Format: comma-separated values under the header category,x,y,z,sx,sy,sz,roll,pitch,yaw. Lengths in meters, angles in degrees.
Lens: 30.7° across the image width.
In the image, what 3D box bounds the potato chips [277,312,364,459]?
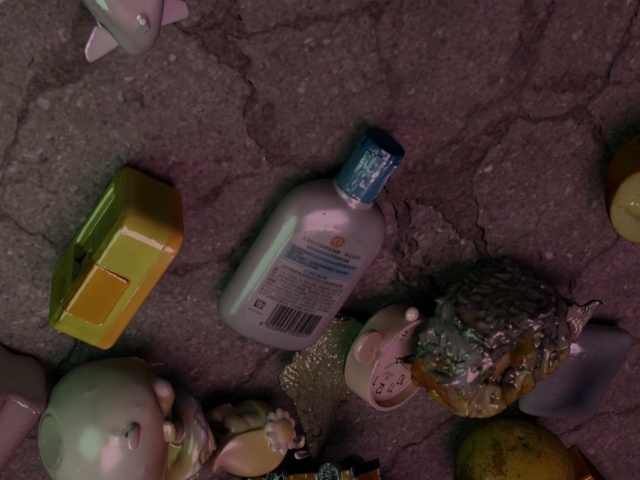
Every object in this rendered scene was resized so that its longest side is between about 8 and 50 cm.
category,x,y,z,sx,sy,sz,roll,pitch,yaw
potato chips,0.011,0.211,1.724,0.167,0.059,0.228,18,104,-40

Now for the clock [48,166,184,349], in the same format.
category,x,y,z,sx,sy,sz,roll,pitch,yaw
clock,-0.256,0.023,1.465,0.096,0.143,0.202,26,116,-27

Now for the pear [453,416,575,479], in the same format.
category,x,y,z,sx,sy,sz,roll,pitch,yaw
pear,0.309,0.370,1.855,0.197,0.197,0.197,-7,127,-10

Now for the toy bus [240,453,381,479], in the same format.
category,x,y,z,sx,sy,sz,roll,pitch,yaw
toy bus,-0.011,0.389,1.770,0.200,0.114,0.098,-10,175,27

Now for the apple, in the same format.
category,x,y,z,sx,sy,sz,roll,pitch,yaw
apple,0.485,-0.073,1.579,0.195,0.160,0.173,0,119,37

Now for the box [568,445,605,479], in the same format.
category,x,y,z,sx,sy,sz,roll,pitch,yaw
box,0.377,0.492,2.027,0.274,0.076,0.174,-35,125,11

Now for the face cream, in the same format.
category,x,y,z,sx,sy,sz,roll,pitch,yaw
face cream,0.000,0.000,1.556,0.163,0.080,0.337,19,118,-26

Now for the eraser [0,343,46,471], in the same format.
category,x,y,z,sx,sy,sz,roll,pitch,yaw
eraser,-0.577,0.277,1.582,0.272,0.122,0.359,25,115,-29

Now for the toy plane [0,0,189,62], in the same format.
category,x,y,z,sx,sy,sz,roll,pitch,yaw
toy plane,-0.230,-0.315,1.236,0.266,0.122,0.267,-18,127,-26

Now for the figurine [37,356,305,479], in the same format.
category,x,y,z,sx,sy,sz,roll,pitch,yaw
figurine,-0.203,0.302,1.653,0.394,0.226,0.275,4,89,-37

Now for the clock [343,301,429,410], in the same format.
category,x,y,z,sx,sy,sz,roll,pitch,yaw
clock,0.103,0.164,1.684,0.229,0.063,0.156,27,93,-55

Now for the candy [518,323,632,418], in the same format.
category,x,y,z,sx,sy,sz,roll,pitch,yaw
candy,0.395,0.203,1.819,0.138,0.071,0.174,6,123,-19

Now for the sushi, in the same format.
category,x,y,z,sx,sy,sz,roll,pitch,yaw
sushi,0.257,0.135,1.666,0.274,0.139,0.184,-27,136,-30

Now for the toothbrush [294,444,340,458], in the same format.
category,x,y,z,sx,sy,sz,roll,pitch,yaw
toothbrush,-0.003,0.322,1.782,0.017,0.014,0.162,-28,164,16
